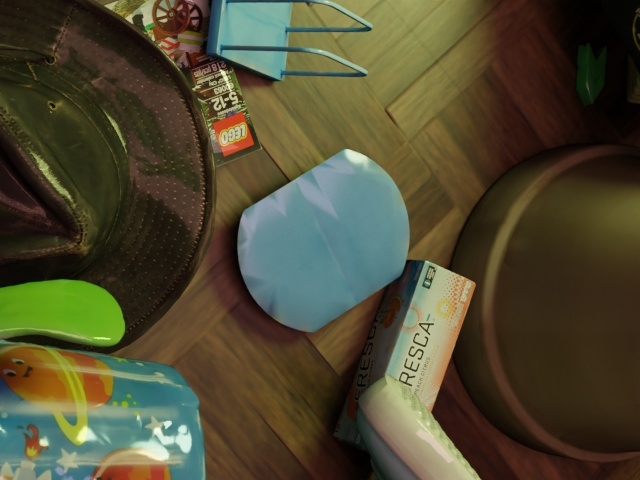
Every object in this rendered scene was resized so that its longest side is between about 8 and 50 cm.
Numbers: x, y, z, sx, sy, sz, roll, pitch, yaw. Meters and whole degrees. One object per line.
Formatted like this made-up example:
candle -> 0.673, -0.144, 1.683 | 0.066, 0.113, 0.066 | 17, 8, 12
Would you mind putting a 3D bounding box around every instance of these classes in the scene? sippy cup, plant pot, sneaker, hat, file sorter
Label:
sippy cup -> -0.208, 0.174, 0.878 | 0.224, 0.305, 0.240 | 3, 73, -22
plant pot -> 0.327, 0.064, 1.109 | 0.323, 0.280, 0.323 | -1, 91, -26
sneaker -> 0.094, 0.280, 1.051 | 0.150, 0.135, 0.366 | -33, 121, -5
hat -> -0.237, -0.045, 0.872 | 0.331, 0.134, 0.331 | -1, 98, -6
file sorter -> -0.014, -0.228, 1.012 | 0.118, 0.104, 0.170 | 9, 86, -64

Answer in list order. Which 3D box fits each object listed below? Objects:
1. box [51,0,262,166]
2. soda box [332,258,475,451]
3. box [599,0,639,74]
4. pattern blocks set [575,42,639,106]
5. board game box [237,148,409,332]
box -> -0.182, -0.109, 0.995 | 0.233, 0.044, 0.159 | -25, 101, -22
soda box -> 0.078, 0.111, 1.115 | 0.063, 0.058, 0.183 | 24, 80, -23
box -> 0.408, -0.275, 1.150 | 0.318, 0.097, 0.395 | -13, 68, -25
pattern blocks set -> 0.408, -0.211, 1.278 | 0.325, 0.026, 0.285 | -7, 94, -24
board game box -> 0.000, 0.000, 1.092 | 0.169, 0.033, 0.133 | -32, 109, -16
